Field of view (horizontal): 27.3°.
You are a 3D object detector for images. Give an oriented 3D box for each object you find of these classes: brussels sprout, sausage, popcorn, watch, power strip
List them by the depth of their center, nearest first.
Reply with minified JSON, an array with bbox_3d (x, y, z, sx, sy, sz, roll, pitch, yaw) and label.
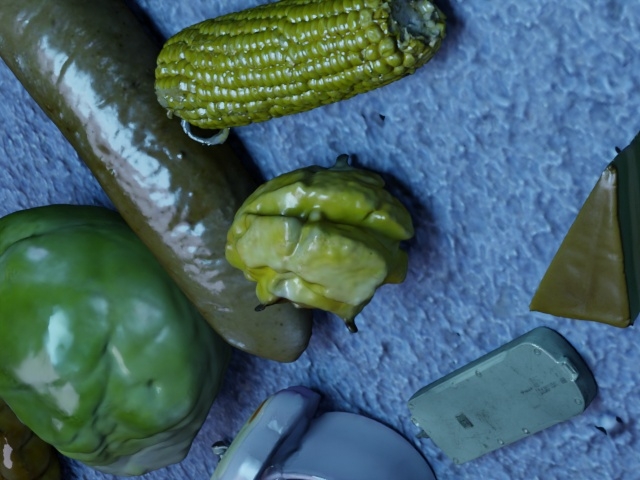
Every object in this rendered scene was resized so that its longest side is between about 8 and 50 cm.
[{"bbox_3d":[0.000,0.000,1.119,0.167,0.148,0.152,5,91,57],"label":"popcorn"},{"bbox_3d":[0.154,0.142,1.167,0.080,0.029,0.227,51,140,-2],"label":"power strip"},{"bbox_3d":[-0.164,-0.092,1.218,0.500,0.123,0.136,52,151,-2],"label":"sausage"},{"bbox_3d":[-0.011,0.285,1.318,0.217,0.211,0.248,35,130,7],"label":"watch"},{"bbox_3d":[-0.225,0.104,1.330,0.274,0.243,0.316,-20,106,55],"label":"brussels sprout"}]

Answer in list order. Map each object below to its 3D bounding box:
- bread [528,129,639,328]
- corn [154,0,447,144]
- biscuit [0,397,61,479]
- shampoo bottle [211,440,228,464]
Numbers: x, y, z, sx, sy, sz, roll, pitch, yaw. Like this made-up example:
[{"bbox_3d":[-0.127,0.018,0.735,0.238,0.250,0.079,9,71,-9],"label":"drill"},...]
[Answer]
[{"bbox_3d":[0.198,-0.014,0.972,0.084,0.074,0.139,10,126,35],"label":"bread"},{"bbox_3d":[-0.027,-0.148,1.066,0.293,0.106,0.106,-7,113,46],"label":"corn"},{"bbox_3d":[-0.473,0.275,1.802,0.326,0.107,0.325,21,130,28],"label":"biscuit"},{"bbox_3d":[-0.095,0.291,1.510,0.049,0.034,0.141,2,119,49],"label":"shampoo bottle"}]
